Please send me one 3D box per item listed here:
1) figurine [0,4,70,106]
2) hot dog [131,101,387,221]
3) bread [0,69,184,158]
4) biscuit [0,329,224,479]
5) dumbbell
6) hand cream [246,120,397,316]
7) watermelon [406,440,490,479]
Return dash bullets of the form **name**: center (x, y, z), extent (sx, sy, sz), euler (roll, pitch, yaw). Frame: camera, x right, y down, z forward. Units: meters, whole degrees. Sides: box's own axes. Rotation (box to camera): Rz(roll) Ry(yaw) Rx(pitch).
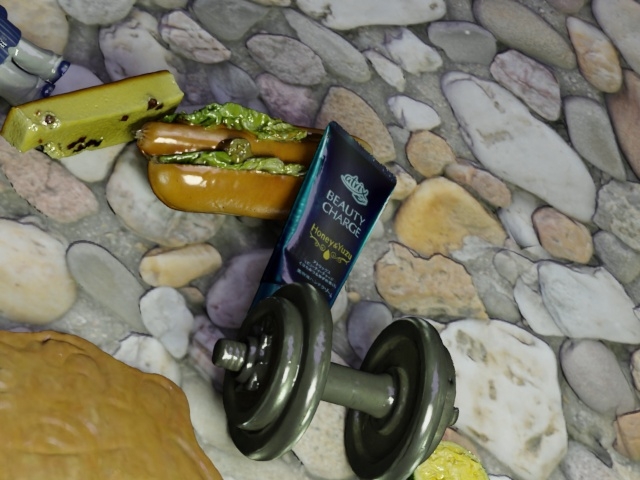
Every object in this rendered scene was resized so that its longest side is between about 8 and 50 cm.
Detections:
- **figurine**: center (-0.407, -0.262, 1.942), extent (0.274, 0.133, 0.194), euler (21, 62, -31)
- **hot dog**: center (-0.065, -0.089, 2.032), extent (0.337, 0.100, 0.135), euler (7, 54, -31)
- **bread**: center (-0.261, -0.136, 1.955), extent (0.226, 0.088, 0.049), euler (-19, 70, -41)
- **biscuit**: center (-0.259, 0.239, 1.659), extent (0.385, 0.062, 0.365), euler (4, 51, -32)
- **dumbbell**: center (0.018, 0.154, 1.824), extent (0.290, 0.192, 0.192), euler (18, 47, -24)
- **hand cream**: center (0.000, 0.000, 1.978), extent (0.120, 0.061, 0.270), euler (40, 58, -26)
- **watermelon**: center (0.135, 0.274, 1.894), extent (0.105, 0.062, 0.105), euler (16, 51, -21)
